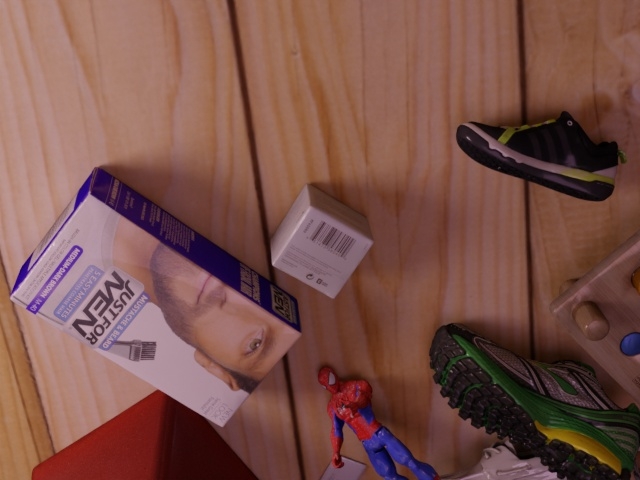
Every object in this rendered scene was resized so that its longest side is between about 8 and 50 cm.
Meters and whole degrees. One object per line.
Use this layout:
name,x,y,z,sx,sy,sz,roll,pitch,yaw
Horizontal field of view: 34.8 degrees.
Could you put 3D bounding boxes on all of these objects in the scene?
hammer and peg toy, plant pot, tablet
hammer and peg toy,0.520,0.134,1.433,0.266,0.127,0.361,-41,111,13
plant pot,-0.243,0.417,1.437,0.267,0.236,0.267,-32,112,10
tablet,0.028,0.367,1.563,0.054,0.006,0.083,24,111,-15

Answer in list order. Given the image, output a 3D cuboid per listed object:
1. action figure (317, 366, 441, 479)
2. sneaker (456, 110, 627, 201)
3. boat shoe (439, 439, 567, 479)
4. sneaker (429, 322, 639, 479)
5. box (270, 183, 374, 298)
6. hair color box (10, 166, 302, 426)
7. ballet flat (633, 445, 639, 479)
action figure,0.077,0.302,1.438,0.091,0.139,0.280,-39,87,24
sneaker,0.289,-0.127,1.338,0.234,0.084,0.097,19,87,-14
boat shoe,0.279,0.344,1.532,0.267,0.096,0.088,-7,87,5
sneaker,0.307,0.221,1.471,0.343,0.146,0.134,34,149,-7
box,0.000,0.000,1.350,0.101,0.087,0.102,29,109,-16
hair color box,-0.212,0.079,1.358,0.338,0.110,0.185,34,106,-20
ballet flat,0.504,0.347,1.577,0.041,0.041,0.114,-16,115,2
